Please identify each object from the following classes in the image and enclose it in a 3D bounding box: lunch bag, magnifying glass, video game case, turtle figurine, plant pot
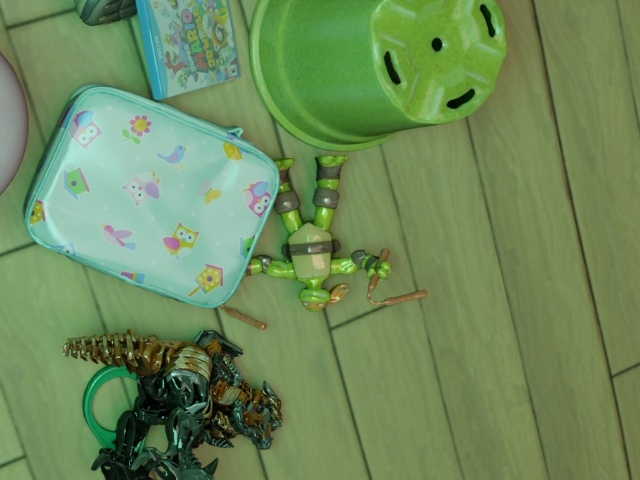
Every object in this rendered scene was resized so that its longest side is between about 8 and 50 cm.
[{"bbox_3d":[-0.196,-0.056,1.388,0.279,0.108,0.224,23,88,-20],"label":"lunch bag"},{"bbox_3d":[-0.248,0.269,1.472,0.092,0.026,0.231,-9,100,-25],"label":"magnifying glass"},{"bbox_3d":[-0.155,-0.240,1.388,0.166,0.015,0.119,-29,114,-56],"label":"video game case"},{"bbox_3d":[0.000,0.000,1.499,0.270,0.087,0.217,-3,94,8],"label":"turtle figurine"},{"bbox_3d":[0.086,-0.236,1.420,0.276,0.254,0.276,-4,100,-25],"label":"plant pot"}]

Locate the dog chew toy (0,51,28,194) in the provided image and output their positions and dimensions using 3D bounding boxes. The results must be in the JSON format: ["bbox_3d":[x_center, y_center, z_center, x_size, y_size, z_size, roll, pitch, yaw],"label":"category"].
[{"bbox_3d":[-0.414,-0.123,1.161,0.207,0.332,0.206,-4,100,-25],"label":"dog chew toy"}]

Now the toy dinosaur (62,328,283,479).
[{"bbox_3d":[-0.183,0.200,1.426,0.322,0.164,0.218,23,63,-20],"label":"toy dinosaur"}]

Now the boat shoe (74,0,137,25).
[{"bbox_3d":[-0.183,-0.392,1.265,0.355,0.132,0.130,-44,83,25],"label":"boat shoe"}]
